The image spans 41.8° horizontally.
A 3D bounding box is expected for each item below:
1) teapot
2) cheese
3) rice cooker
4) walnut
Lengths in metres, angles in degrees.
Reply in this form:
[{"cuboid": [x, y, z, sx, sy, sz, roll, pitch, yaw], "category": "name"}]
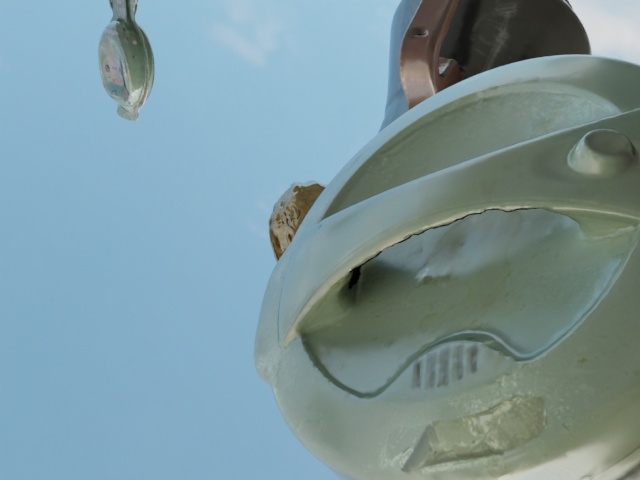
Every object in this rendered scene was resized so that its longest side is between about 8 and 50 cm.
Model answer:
[{"cuboid": [0.204, -0.210, 1.184, 0.306, 0.376, 0.361, 8, -120, 25], "category": "teapot"}, {"cuboid": [-0.145, -0.149, 0.622, 0.026, 0.067, 0.120, -17, -62, -38], "category": "cheese"}, {"cuboid": [0.128, 0.057, 0.493, 0.277, 0.288, 0.288, 43, -130, -34], "category": "rice cooker"}, {"cuboid": [0.000, 0.000, 1.646, 0.198, 0.198, 0.245, -17, -111, -35], "category": "walnut"}]
